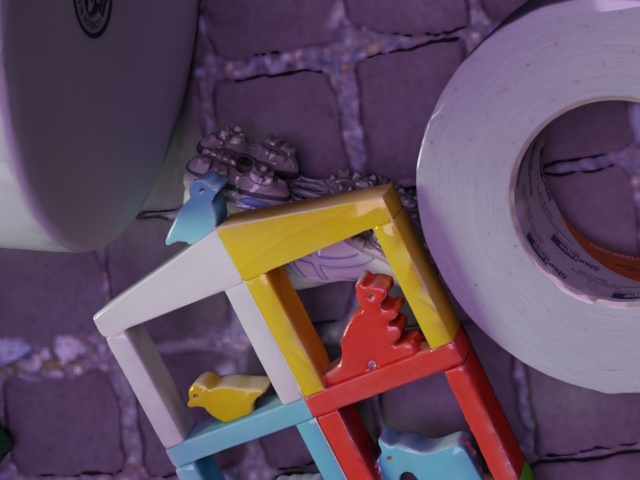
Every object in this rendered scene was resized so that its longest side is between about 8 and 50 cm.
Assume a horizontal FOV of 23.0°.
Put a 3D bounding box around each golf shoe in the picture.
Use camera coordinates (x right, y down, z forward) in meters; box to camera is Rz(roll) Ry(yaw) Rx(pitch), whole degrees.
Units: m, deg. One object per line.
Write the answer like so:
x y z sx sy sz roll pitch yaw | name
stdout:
0.000 0.000 0.930 0.176 0.069 0.086 24 126 10 | golf shoe

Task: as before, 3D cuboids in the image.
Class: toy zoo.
-0.002 0.094 0.899 0.192 0.030 0.293 -22 102 21 | toy zoo

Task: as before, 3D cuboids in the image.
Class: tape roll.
0.165 -0.031 0.837 0.219 0.072 0.219 8 113 19 | tape roll

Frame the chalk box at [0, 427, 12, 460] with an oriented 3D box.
-0.325 0.135 0.954 0.179 0.180 0.289 43 104 8 | chalk box

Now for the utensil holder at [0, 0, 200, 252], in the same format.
-0.290 -0.159 0.851 0.385 0.327 0.327 7 96 12 | utensil holder
